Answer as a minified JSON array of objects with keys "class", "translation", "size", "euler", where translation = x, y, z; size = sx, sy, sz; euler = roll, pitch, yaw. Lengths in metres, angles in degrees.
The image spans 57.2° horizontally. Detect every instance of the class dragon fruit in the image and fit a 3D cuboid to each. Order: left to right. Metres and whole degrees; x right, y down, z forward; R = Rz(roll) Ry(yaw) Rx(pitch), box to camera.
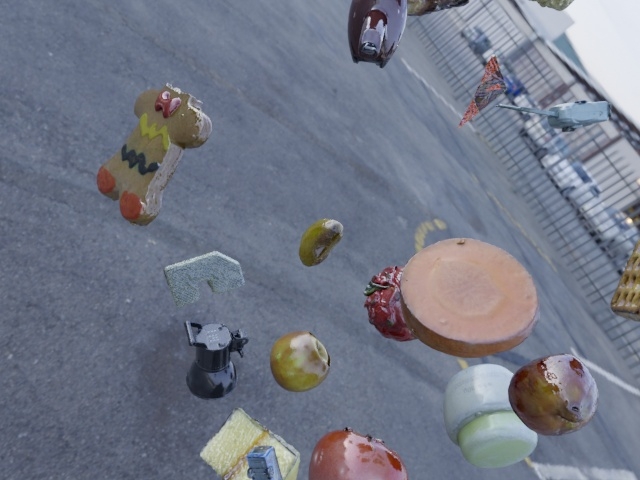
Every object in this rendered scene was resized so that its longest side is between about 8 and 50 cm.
[{"class":"dragon fruit","translation":[0.275,0.192,1.844],"size":[0.298,0.244,0.245],"euler":[-11,62,-30]}]

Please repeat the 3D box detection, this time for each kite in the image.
[{"class":"kite","translation":[0.427,-0.374,1.469],"size":[0.125,0.222,0.008],"euler":[-13,51,-30]}]

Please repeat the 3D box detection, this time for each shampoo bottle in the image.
[{"class":"shampoo bottle","translation":[0.598,0.615,2.088],"size":[0.322,0.322,0.317],"euler":[35,30,-36]}]

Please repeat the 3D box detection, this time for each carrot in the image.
[{"class":"carrot","translation":[0.327,0.127,1.302],"size":[0.100,0.307,0.259],"euler":[60,45,-57]}]

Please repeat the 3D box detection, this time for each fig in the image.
[{"class":"fig","translation":[0.612,0.401,1.529],"size":[0.263,0.223,0.224],"euler":[69,-2,-61]}]

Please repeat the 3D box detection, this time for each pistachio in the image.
[{"class":"pistachio","translation":[-0.004,-0.001,1.928],"size":[0.110,0.189,0.100],"euler":[38,20,2]}]

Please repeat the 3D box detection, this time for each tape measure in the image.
[{"class":"tape measure","translation":[0.690,-0.375,1.789],"size":[0.164,0.330,0.084],"euler":[23,64,-86]}]

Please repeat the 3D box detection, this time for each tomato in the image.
[{"class":"tomato","translation":[0.123,0.790,1.927],"size":[0.341,0.341,0.273],"euler":[40,57,-28]}]

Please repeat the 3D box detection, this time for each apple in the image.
[{"class":"apple","translation":[-0.065,0.437,2.124],"size":[0.237,0.207,0.237],"euler":[53,27,-41]}]

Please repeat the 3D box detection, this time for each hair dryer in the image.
[{"class":"hair dryer","translation":[0.113,-0.458,1.127],"size":[0.123,0.313,0.341],"euler":[11,34,2]}]

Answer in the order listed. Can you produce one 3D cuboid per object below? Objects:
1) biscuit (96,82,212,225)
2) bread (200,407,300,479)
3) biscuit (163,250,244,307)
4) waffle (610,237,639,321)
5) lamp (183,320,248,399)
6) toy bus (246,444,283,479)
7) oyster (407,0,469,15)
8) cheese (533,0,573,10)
[{"class":"biscuit","translation":[-0.504,-0.272,1.706],"size":[0.368,0.394,0.076],"euler":[36,4,39]},{"class":"bread","translation":[-0.178,0.576,1.558],"size":[0.266,0.178,0.142],"euler":[27,-9,36]},{"class":"biscuit","translation":[-0.383,0.122,1.950],"size":[0.046,0.249,0.147],"euler":[26,-50,62]},{"class":"waffle","translation":[0.970,0.080,1.689],"size":[0.098,0.328,0.224],"euler":[24,-1,4]},{"class":"lamp","translation":[-0.287,0.313,1.617],"size":[0.171,0.228,0.147],"euler":[-5,43,-21]},{"class":"toy bus","translation":[-0.104,0.480,1.165],"size":[0.061,0.051,0.153],"euler":[-44,124,-66]},{"class":"oyster","translation":[0.269,-0.638,1.483],"size":[0.275,0.271,0.101],"euler":[27,49,-32]},{"class":"cheese","translation":[0.438,-0.540,1.160],"size":[0.167,0.123,0.094],"euler":[14,15,-19]}]
